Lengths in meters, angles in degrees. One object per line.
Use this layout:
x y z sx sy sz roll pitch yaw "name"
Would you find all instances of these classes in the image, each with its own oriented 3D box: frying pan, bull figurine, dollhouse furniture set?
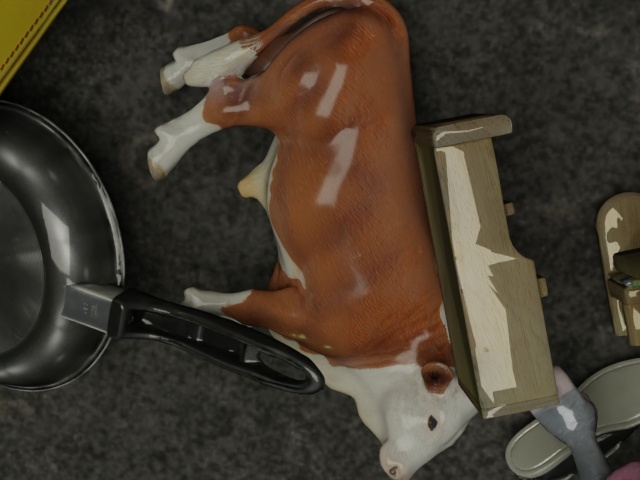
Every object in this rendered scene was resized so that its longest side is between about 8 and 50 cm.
-0.168 0.050 0.945 0.326 0.053 0.197 43 120 16 "frying pan"
0.000 0.000 0.938 0.188 0.101 0.310 -6 98 10 "bull figurine"
0.189 -0.009 0.841 0.242 0.212 0.161 -11 96 -2 "dollhouse furniture set"

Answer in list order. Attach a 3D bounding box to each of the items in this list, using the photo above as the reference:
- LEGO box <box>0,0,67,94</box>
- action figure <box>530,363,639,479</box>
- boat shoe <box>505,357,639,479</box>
-0.363 -0.157 0.778 0.500 0.372 0.193 -52 49 4 "LEGO box"
0.197 0.249 0.852 0.248 0.275 0.370 30 112 -12 "action figure"
0.182 0.122 0.969 0.125 0.038 0.046 -36 52 5 "boat shoe"
